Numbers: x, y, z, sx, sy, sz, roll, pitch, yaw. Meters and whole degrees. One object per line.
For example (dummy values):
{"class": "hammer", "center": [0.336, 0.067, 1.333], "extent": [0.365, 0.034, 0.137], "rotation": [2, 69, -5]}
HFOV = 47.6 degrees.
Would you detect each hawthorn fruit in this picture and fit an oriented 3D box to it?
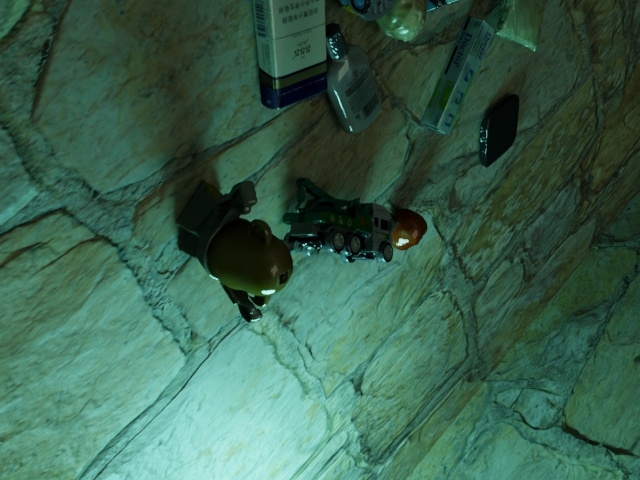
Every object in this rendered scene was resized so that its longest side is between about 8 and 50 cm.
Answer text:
{"class": "hawthorn fruit", "center": [0.257, -0.038, 2.186], "extent": [0.125, 0.125, 0.140], "rotation": [-43, 141, -23]}

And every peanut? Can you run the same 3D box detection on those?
{"class": "peanut", "center": [0.191, -0.639, 1.726], "extent": [0.149, 0.149, 0.313], "rotation": [-18, 122, -43]}

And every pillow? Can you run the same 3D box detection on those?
{"class": "pillow", "center": [0.626, -0.742, 2.215], "extent": [0.274, 0.076, 0.281], "rotation": [-3, 109, -51]}

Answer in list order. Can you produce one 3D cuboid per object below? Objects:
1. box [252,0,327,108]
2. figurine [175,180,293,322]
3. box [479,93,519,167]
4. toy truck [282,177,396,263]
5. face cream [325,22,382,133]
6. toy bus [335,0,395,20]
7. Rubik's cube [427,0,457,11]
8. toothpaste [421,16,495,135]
{"class": "box", "center": [-0.063, -0.436, 1.604], "extent": [0.168, 0.071, 0.259], "rotation": [-29, 133, -35]}
{"class": "figurine", "center": [-0.179, 0.022, 1.582], "extent": [0.167, 0.284, 0.343], "rotation": [-43, 137, -20]}
{"class": "box", "center": [0.604, -0.370, 2.447], "extent": [0.201, 0.042, 0.213], "rotation": [-39, 138, -27]}
{"class": "toy truck", "center": [0.052, -0.036, 1.903], "extent": [0.363, 0.176, 0.178], "rotation": [17, 76, -50]}
{"class": "face cream", "center": [0.067, -0.399, 1.778], "extent": [0.144, 0.071, 0.291], "rotation": [-51, 142, -16]}
{"class": "toy bus", "center": [0.091, -0.609, 1.620], "extent": [0.126, 0.136, 0.210], "rotation": [-34, 136, -31]}
{"class": "Rubik's cube", "center": [0.327, -0.726, 1.787], "extent": [0.284, 0.250, 0.234], "rotation": [-49, 130, -8]}
{"class": "toothpaste", "center": [0.404, -0.479, 2.125], "extent": [0.081, 0.067, 0.337], "rotation": [14, 101, -52]}
